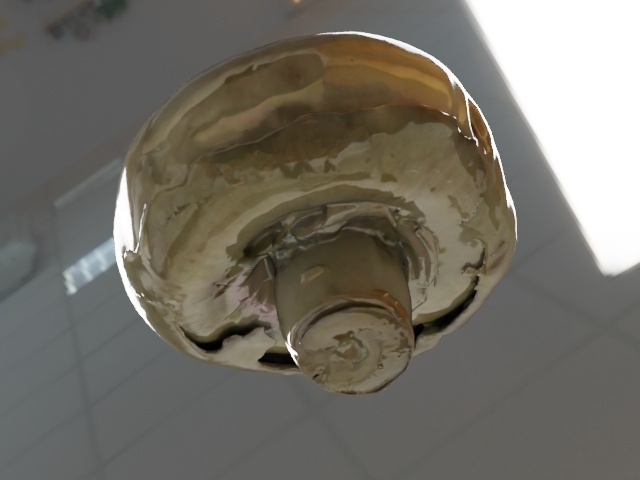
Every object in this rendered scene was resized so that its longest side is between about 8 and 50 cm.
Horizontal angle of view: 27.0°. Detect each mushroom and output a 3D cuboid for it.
[{"bbox_3d":[0.000,0.000,0.488,0.154,0.154,0.122,-29,-132,18],"label":"mushroom"}]
